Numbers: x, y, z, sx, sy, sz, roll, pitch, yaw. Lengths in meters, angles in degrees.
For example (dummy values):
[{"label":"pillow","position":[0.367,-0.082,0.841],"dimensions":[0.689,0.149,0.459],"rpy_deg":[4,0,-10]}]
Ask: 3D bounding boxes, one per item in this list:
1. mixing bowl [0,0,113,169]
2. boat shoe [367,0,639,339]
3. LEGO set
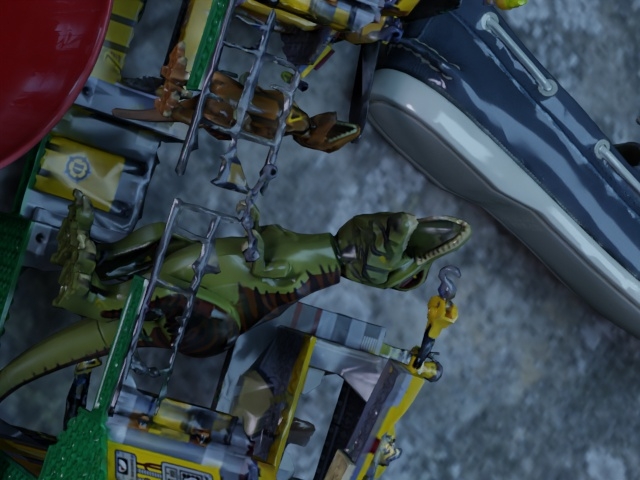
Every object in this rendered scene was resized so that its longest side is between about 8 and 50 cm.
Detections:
[{"label":"mixing bowl","position":[-0.175,-0.103,0.717],"dimensions":[0.181,0.098,0.181],"rpy_deg":[1,88,-33]},{"label":"boat shoe","position":[0.127,-0.022,0.933],"dimensions":[0.254,0.095,0.079],"rpy_deg":[38,80,-19]},{"label":"LEGO set","position":[0.000,0.000,0.746],"dimensions":[0.192,0.255,0.331],"rpy_deg":[18,79,-25]}]
